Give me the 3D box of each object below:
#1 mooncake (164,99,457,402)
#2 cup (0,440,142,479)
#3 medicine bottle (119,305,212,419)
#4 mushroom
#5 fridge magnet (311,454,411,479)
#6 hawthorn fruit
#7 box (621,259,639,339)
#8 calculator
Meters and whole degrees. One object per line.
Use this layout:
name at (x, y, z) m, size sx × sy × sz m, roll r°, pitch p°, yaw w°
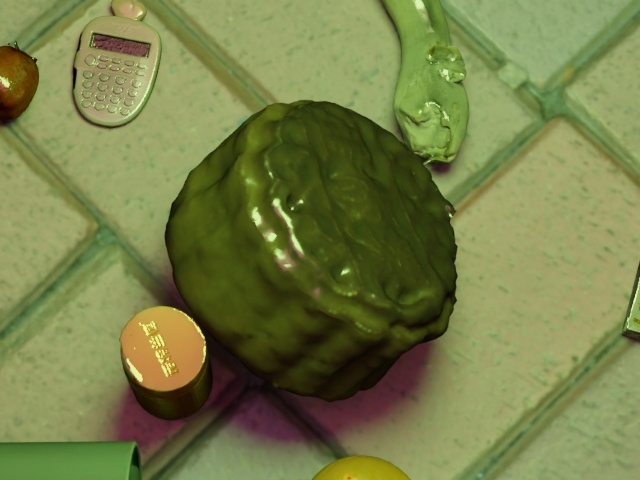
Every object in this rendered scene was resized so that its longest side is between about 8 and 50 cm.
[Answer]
mooncake at (0.000, 0.002, 1.861) m, size 0.324 × 0.187 × 0.324 m, roll 26°, pitch 44°, yaw -28°
cup at (-0.350, 0.315, 1.823) m, size 0.312 × 0.205 × 0.205 m, roll 2°, pitch 75°, yaw -1°
medicine bottle at (-0.170, 0.140, 1.882) m, size 0.096 × 0.192 × 0.096 m, roll 0°, pitch 75°, yaw -1°
mushroom at (0.122, -0.220, 2.045) m, size 0.096 × 0.099 × 0.278 m, roll -2°, pitch 70°, yaw -17°
fridge magnet at (0.047, 0.314, 1.909) m, size 0.143 × 0.063 × 0.143 m, roll 1°, pitch 75°, yaw -4°
hawthorn fruit at (-0.375, -0.196, 2.026) m, size 0.081 × 0.081 × 0.093 m, roll 31°, pitch 62°, yaw 6°
box at (0.396, 0.061, 2.003) m, size 0.051 × 0.036 × 0.117 m, roll 15°, pitch 75°, yaw 3°
calculator at (-0.248, -0.218, 2.063) m, size 0.103 × 0.024 × 0.165 m, roll 11°, pitch 77°, yaw 2°
